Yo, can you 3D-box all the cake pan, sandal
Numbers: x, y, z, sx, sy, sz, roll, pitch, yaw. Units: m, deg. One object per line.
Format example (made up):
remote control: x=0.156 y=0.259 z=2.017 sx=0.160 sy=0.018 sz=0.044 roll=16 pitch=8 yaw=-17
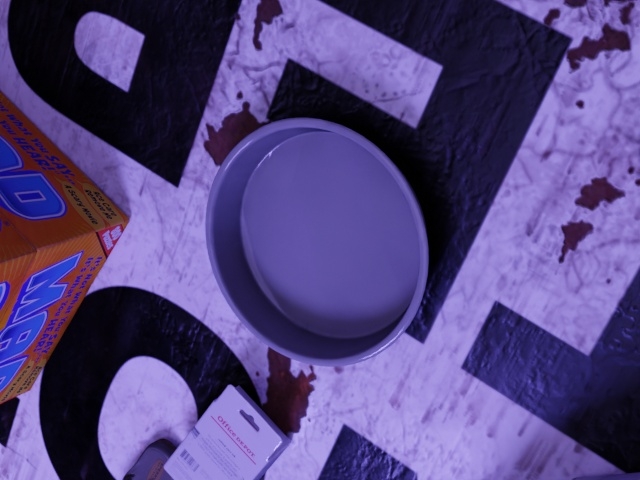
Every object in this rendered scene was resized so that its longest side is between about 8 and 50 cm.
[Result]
cake pan: x=0.000 y=0.000 z=1.247 sx=0.293 sy=0.054 sz=0.293 roll=8 pitch=107 yaw=28
sandal: x=-0.253 y=0.370 z=1.486 sx=0.090 sy=0.060 sz=0.219 roll=39 pitch=119 yaw=15

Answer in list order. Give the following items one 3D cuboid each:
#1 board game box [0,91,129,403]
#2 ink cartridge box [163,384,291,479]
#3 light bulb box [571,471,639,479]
board game box: x=-0.547 y=0.020 z=1.384 sx=0.356 sy=0.356 sz=0.356 roll=43 pitch=120 yaw=13
ink cartridge box: x=-0.112 y=0.265 z=1.378 sx=0.104 sy=0.060 sz=0.180 roll=45 pitch=120 yaw=12
light bulb box: x=0.333 y=0.450 z=1.002 sx=0.225 sy=0.358 sz=0.361 roll=-13 pitch=97 yaw=33
